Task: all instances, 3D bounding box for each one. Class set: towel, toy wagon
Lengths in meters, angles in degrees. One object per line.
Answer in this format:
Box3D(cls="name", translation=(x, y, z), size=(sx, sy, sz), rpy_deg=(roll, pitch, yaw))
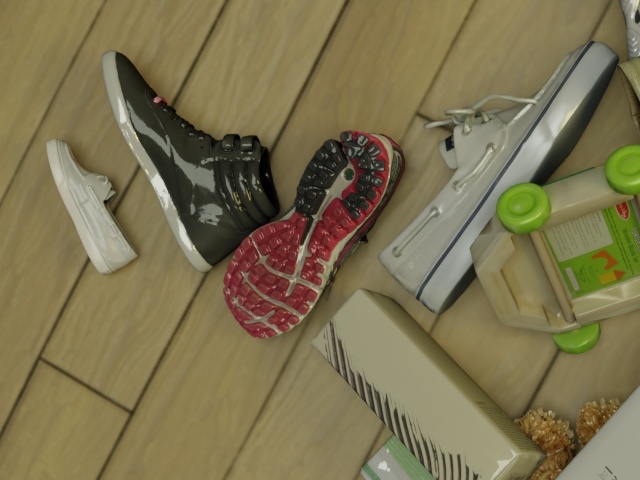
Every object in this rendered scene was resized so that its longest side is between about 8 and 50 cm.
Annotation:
Box3D(cls="towel", translation=(0.129, 0.261, 1.694), size=(0.152, 0.023, 0.113), rpy_deg=(-48, 65, 11))
Box3D(cls="toy wagon", translation=(0.344, -0.001, 1.561), size=(0.344, 0.267, 0.068), rpy_deg=(-20, 49, 10))

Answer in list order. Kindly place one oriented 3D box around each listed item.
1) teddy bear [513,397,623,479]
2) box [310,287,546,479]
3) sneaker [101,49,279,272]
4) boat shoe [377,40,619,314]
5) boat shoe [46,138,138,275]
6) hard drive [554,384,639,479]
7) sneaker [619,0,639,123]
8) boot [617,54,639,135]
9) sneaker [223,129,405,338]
Box3D(cls="teddy bear", translation=(0.312, 0.347, 1.625), size=(0.245, 0.113, 0.338), rpy_deg=(5, 89, 15))
Box3D(cls="box", translation=(0.123, 0.182, 1.637), size=(0.094, 0.113, 0.275), rpy_deg=(-49, 63, 10))
Box3D(cls="sneaker", translation=(-0.151, -0.122, 1.746), size=(0.147, 0.104, 0.296), rpy_deg=(-28, 89, 8))
Box3D(cls="boat shoe", translation=(0.187, -0.101, 1.663), size=(0.156, 0.136, 0.367), rpy_deg=(38, 106, 14))
Box3D(cls="boat shoe", translation=(-0.286, -0.049, 1.791), size=(0.063, 0.066, 0.184), rpy_deg=(-25, 82, 0))
Box3D(cls="hard drive", translation=(0.381, 0.245, 1.469), size=(0.203, 0.040, 0.307), rpy_deg=(48, 129, 21))
Box3D(cls="sneaker", translation=(0.443, -0.252, 1.597), size=(0.210, 0.137, 0.366), rpy_deg=(-8, 89, 10))
Box3D(cls="boot", translation=(0.424, -0.131, 1.520), size=(0.165, 0.077, 0.213), rpy_deg=(-29, 102, -1))
Box3D(cls="sneaker", translation=(0.000, 0.000, 1.709), size=(0.121, 0.112, 0.299), rpy_deg=(46, 111, 15))
